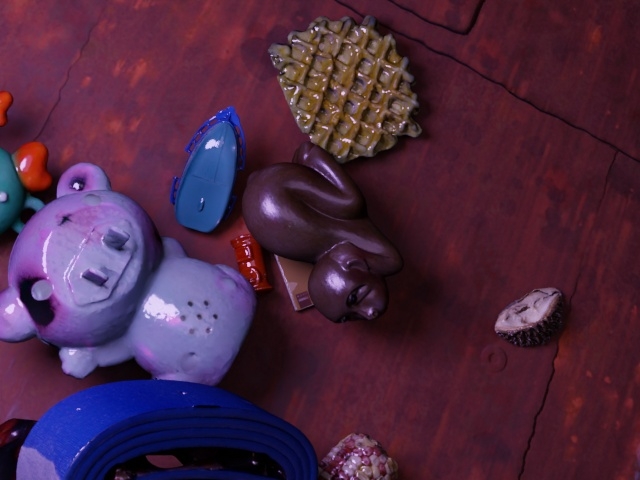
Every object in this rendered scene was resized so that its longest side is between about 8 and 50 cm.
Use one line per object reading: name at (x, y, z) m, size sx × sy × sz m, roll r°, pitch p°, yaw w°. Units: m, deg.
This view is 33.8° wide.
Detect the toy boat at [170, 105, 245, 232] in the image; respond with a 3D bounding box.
toy boat at (-0.147, -0.107, 1.435) m, size 0.091 × 0.110 × 0.175 m, roll 17°, pitch 114°, yaw -8°

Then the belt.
belt at (-0.170, 0.275, 1.218) m, size 0.346 × 0.117 × 0.213 m, roll 9°, pitch 97°, yaw -40°

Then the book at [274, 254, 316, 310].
book at (-0.012, 0.001, 1.478) m, size 0.118 × 0.012 × 0.172 m, roll -19°, pitch 81°, yaw -17°

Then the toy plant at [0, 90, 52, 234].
toy plant at (-0.530, -0.076, 1.285) m, size 0.400 × 0.185 × 0.280 m, roll 14°, pitch 66°, yaw -27°

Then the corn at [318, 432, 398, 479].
corn at (-0.017, 0.368, 1.336) m, size 0.098 × 0.098 × 0.290 m, roll 45°, pitch 71°, yaw 1°

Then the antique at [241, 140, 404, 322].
antique at (0.000, 0.000, 1.399) m, size 0.143 × 0.121 × 0.257 m, roll -31°, pitch 84°, yaw -32°

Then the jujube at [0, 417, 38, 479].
jujube at (-0.387, 0.314, 1.231) m, size 0.168 × 0.168 × 0.236 m, roll 26°, pitch 54°, yaw -6°

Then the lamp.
lamp at (-0.232, 0.063, 1.291) m, size 0.301 × 0.247 × 0.247 m, roll 30°, pitch 73°, yaw -13°

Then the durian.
durian at (0.309, 0.115, 1.522) m, size 0.130 × 0.052 × 0.066 m, roll -27°, pitch 45°, yaw -22°

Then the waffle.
waffle at (0.042, -0.225, 1.529) m, size 0.204 × 0.054 × 0.223 m, roll -22°, pitch 83°, yaw -18°

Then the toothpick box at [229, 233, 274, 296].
toothpick box at (-0.092, 0.035, 1.430) m, size 0.047 × 0.047 × 0.083 m, roll -10°, pitch 78°, yaw -16°
